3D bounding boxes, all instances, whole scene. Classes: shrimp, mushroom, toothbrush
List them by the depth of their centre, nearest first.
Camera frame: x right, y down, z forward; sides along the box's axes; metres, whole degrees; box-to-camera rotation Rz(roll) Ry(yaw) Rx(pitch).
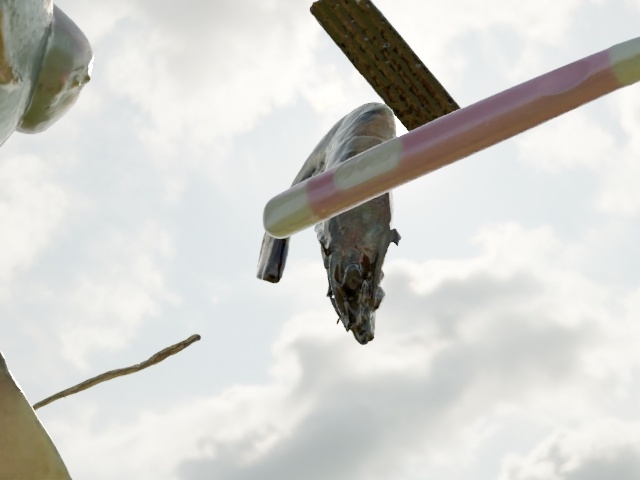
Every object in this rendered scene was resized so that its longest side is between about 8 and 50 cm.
[{"bbox_3d":[0.082,-0.052,0.365,0.286,0.020,0.025,-22,-33,36],"label":"toothbrush"},{"bbox_3d":[0.000,0.000,0.826,0.058,0.296,0.169,32,-57,-19],"label":"shrimp"},{"bbox_3d":[-0.262,0.170,1.298,0.286,0.026,0.028,-26,-8,-34],"label":"mushroom"}]

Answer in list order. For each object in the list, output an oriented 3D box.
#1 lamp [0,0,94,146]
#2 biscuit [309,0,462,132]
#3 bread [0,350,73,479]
[{"bbox_3d":[-0.215,-0.182,0.518,0.247,0.247,0.301,-46,-12,-42],"label":"lamp"},{"bbox_3d":[0.092,-0.210,1.318,0.070,0.252,0.106,-40,-5,9],"label":"biscuit"},{"bbox_3d":[-0.196,0.165,0.494,0.133,0.251,0.174,-22,-12,-46],"label":"bread"}]
